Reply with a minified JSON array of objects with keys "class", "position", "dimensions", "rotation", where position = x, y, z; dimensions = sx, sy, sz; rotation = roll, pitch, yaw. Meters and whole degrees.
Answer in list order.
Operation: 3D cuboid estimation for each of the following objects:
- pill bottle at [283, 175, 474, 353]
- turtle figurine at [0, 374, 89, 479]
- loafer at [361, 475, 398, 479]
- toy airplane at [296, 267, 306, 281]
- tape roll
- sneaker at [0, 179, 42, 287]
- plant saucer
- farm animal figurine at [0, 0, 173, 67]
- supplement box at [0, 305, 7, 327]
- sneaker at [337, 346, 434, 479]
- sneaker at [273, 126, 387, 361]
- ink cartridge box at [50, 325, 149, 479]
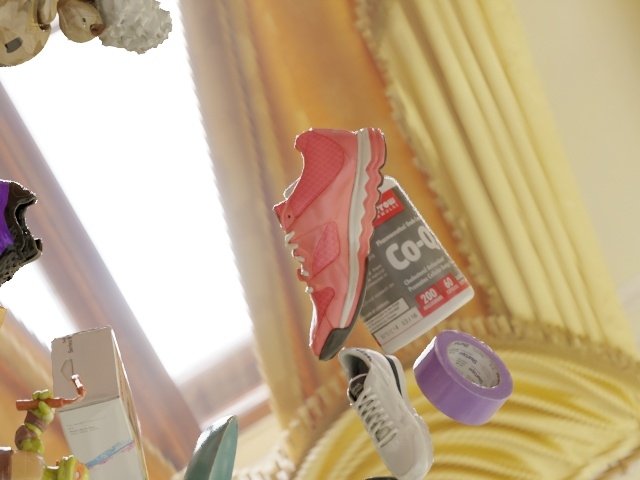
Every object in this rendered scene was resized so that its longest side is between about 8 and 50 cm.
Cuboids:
[{"class":"pill bottle","position":[0.081,0.008,1.979],"dimensions":[0.161,0.283,0.161],"rotation":[-35,176,-3]},{"class":"turtle figurine","position":[-0.324,0.226,1.356],"dimensions":[0.217,0.087,0.269],"rotation":[5,-147,-11]},{"class":"loafer","position":[0.074,0.447,2.266],"dimensions":[0.268,0.096,0.084],"rotation":[-18,169,24]},{"class":"toy airplane","position":[0.027,0.086,2.517],"dimensions":[0.151,0.151,0.028],"rotation":[-15,174,32]},{"class":"tape roll","position":[0.286,0.273,2.718],"dimensions":[0.080,0.189,0.189],"rotation":[-56,-177,30]},{"class":"sneaker","position":[-0.586,0.031,2.483],"dimensions":[0.146,0.293,0.102],"rotation":[10,174,1]},{"class":"plant saucer","position":[-0.179,0.408,1.996],"dimensions":[0.044,0.317,0.317],"rotation":[12,-154,4]},{"class":"farm animal figurine","position":[-0.339,-0.237,1.205],"dimensions":[0.330,0.172,0.327],"rotation":[12,172,26]},{"class":"supplement box","position":[-0.594,0.089,2.062],"dimensions":[0.233,0.080,0.078],"rotation":[25,-177,19]},{"class":"sneaker","position":[0.090,0.260,2.015],"dimensions":[0.090,0.095,0.235],"rotation":[-42,-133,20]},{"class":"sneaker","position":[0.000,0.000,1.789],"dimensions":[0.136,0.313,0.116],"rotation":[9,175,-1]},{"class":"ink cartridge box","position":[-0.302,0.248,1.869],"dimensions":[0.093,0.212,0.154],"rotation":[-14,-143,-5]}]
